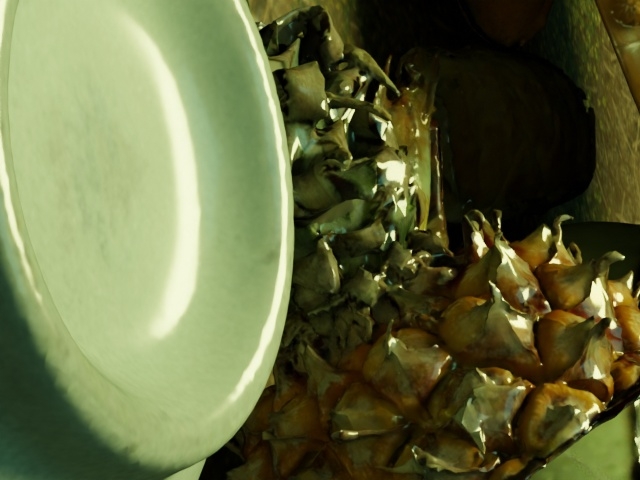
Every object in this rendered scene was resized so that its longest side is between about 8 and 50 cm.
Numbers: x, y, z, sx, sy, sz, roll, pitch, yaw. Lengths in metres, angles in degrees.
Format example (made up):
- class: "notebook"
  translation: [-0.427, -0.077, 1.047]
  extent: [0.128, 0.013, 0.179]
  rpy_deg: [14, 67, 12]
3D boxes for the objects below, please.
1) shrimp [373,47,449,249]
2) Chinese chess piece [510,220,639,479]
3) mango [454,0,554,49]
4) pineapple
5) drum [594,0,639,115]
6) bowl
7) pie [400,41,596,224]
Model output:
- class: "shrimp"
  translation: [0.052, -0.016, 1.162]
  extent: [0.115, 0.051, 0.217]
  rpy_deg: [41, 47, -62]
- class: "Chinese chess piece"
  translation: [0.207, 0.159, 1.330]
  extent: [0.349, 0.146, 0.349]
  rpy_deg: [-7, 90, -65]
- class: "mango"
  translation: [0.113, -0.215, 1.294]
  extent: [0.105, 0.084, 0.159]
  rpy_deg: [-31, 121, -18]
- class: "pineapple"
  translation: [0.000, 0.000, 0.907]
  extent: [0.271, 0.262, 0.262]
  rpy_deg: [57, 27, 0]
- class: "drum"
  translation: [0.301, -0.169, 1.275]
  extent: [0.431, 0.214, 0.431]
  rpy_deg: [-22, 90, -77]
- class: "bowl"
  translation: [-0.132, -0.012, 0.591]
  extent: [0.435, 0.196, 0.434]
  rpy_deg: [-8, 90, -66]
- class: "pie"
  translation: [0.126, -0.077, 1.321]
  extent: [0.282, 0.068, 0.128]
  rpy_deg: [-8, 90, -61]
